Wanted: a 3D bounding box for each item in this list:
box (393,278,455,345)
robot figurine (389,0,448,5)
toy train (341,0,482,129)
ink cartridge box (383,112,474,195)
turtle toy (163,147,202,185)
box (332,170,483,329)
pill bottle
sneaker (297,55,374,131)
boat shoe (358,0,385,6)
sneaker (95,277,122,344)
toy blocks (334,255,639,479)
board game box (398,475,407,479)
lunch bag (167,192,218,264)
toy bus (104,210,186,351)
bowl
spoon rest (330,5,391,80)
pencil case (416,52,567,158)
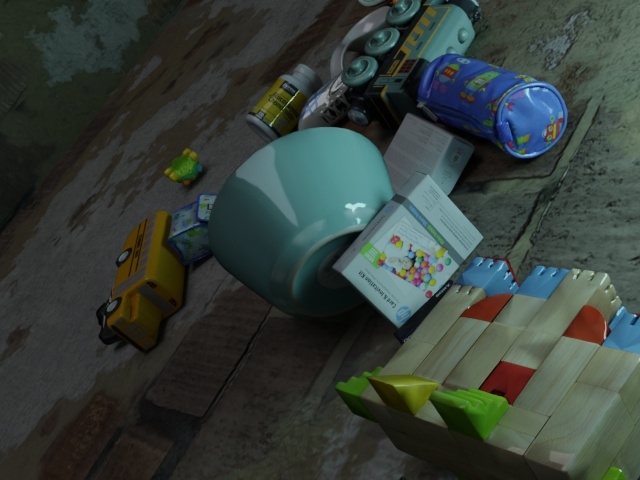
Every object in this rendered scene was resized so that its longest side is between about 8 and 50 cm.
[{"bbox_3d":[0.173,0.129,1.150,0.116,0.029,0.162,-45,27,2],"label":"box"},{"bbox_3d":[0.294,-0.579,1.853,0.291,0.085,0.211,-47,29,-2],"label":"robot figurine"},{"bbox_3d":[0.182,-0.350,1.667,0.190,0.142,0.334,11,58,44],"label":"toy train"},{"bbox_3d":[0.148,-0.091,1.470,0.232,0.066,0.189,-65,25,11],"label":"ink cartridge box"},{"bbox_3d":[-0.349,-0.183,2.216,0.095,0.066,0.130,-47,28,-6],"label":"turtle toy"},{"bbox_3d":[0.127,0.017,1.236,0.186,0.145,0.038,-48,28,-5],"label":"box"},{"bbox_3d":[-0.080,-0.316,1.991,0.184,0.103,0.103,-51,29,-9],"label":"pill bottle"},{"bbox_3d":[0.042,-0.299,1.826,0.237,0.085,0.086,-46,23,3],"label":"sneaker"},{"bbox_3d":[0.217,-0.665,2.069,0.302,0.091,0.114,-38,73,12],"label":"boat shoe"},{"bbox_3d":[-0.450,0.144,1.913,0.106,0.078,0.234,-33,33,17],"label":"sneaker"},{"bbox_3d":[0.233,0.138,0.936,0.261,0.190,0.381,-46,29,-23],"label":"toy blocks"},{"bbox_3d":[0.044,0.402,0.969,0.259,0.030,0.136,-48,26,-5],"label":"board game box"},{"bbox_3d":[-0.248,-0.036,1.871,0.151,0.096,0.128,-23,30,10],"label":"lunch bag"},{"bbox_3d":[-0.364,0.082,1.849,0.130,0.108,0.332,-34,30,17],"label":"toy bus"},{"bbox_3d":[0.000,0.000,1.316,0.311,0.311,0.163,-41,48,9],"label":"bowl"},{"bbox_3d":[0.086,-0.441,1.954,0.137,0.084,0.276,-17,40,42],"label":"spoon rest"},{"bbox_3d":[0.261,-0.222,1.392,0.133,0.119,0.306,-29,27,-8],"label":"pencil case"}]
